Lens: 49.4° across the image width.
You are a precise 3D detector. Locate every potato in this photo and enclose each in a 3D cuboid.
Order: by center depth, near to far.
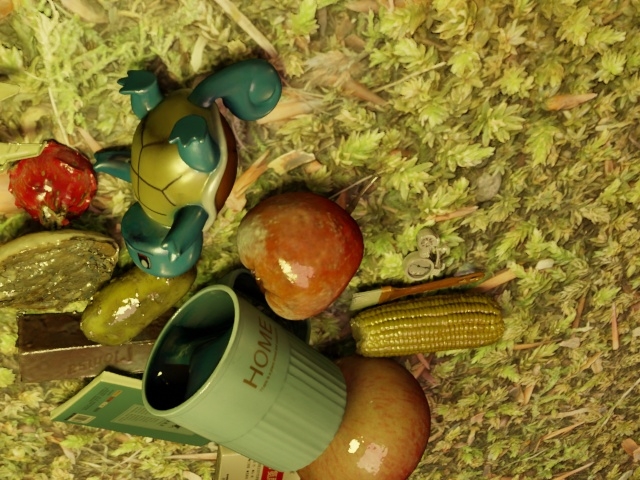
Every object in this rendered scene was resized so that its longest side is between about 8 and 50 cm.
[{"bbox_3d":[-0.341,0.102,1.314,0.251,0.149,0.113,-41,86,-4],"label":"potato"}]

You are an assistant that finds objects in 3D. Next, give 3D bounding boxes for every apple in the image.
[{"bbox_3d":[0.073,0.411,1.549,0.345,0.345,0.269,-37,116,12],"label":"apple"}]

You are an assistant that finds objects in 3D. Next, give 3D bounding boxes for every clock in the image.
[{"bbox_3d":[0.226,0.030,1.481,0.087,0.041,0.129,2,130,-12],"label":"clock"}]

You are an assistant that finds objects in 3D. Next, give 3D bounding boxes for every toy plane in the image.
[{"bbox_3d":[-0.568,-0.164,1.093,0.242,0.104,0.256,28,108,-14],"label":"toy plane"}]

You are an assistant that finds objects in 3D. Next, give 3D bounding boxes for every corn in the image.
[{"bbox_3d":[0.237,0.189,1.541,0.344,0.131,0.131,-6,126,-13],"label":"corn"}]

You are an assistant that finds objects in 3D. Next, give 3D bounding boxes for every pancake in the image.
[{"bbox_3d":[-0.484,0.059,1.235,0.282,0.049,0.282,-21,161,-8],"label":"pancake"}]

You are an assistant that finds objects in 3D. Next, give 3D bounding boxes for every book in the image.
[{"bbox_3d":[-0.352,0.375,1.505,0.379,0.031,0.264,23,139,-34],"label":"book"}]

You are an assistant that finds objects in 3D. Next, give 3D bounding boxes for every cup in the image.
[{"bbox_3d":[-0.143,0.255,1.345,0.257,0.331,0.311,-45,122,10],"label":"cup"}]

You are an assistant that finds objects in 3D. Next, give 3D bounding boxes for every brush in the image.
[{"bbox_3d":[0.217,0.106,1.531,0.314,0.017,0.090,-11,155,-9],"label":"brush"}]

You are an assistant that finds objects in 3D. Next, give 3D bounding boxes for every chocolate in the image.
[{"bbox_3d":[-0.446,0.210,1.383,0.321,0.112,0.112,-1,123,-15],"label":"chocolate"}]

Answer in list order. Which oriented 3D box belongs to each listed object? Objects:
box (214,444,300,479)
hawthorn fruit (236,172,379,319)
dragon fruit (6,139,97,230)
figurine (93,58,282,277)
[{"bbox_3d":[-0.168,0.640,1.802,0.214,0.069,0.353,0,127,-15],"label":"box"},{"bbox_3d":[-0.027,0.029,1.291,0.263,0.231,0.235,3,136,-11],"label":"hawthorn fruit"},{"bbox_3d":[-0.451,-0.080,1.173,0.153,0.111,0.153,-10,127,-13],"label":"dragon fruit"},{"bbox_3d":[-0.236,-0.134,1.138,0.416,0.298,0.243,-59,153,12],"label":"figurine"}]
